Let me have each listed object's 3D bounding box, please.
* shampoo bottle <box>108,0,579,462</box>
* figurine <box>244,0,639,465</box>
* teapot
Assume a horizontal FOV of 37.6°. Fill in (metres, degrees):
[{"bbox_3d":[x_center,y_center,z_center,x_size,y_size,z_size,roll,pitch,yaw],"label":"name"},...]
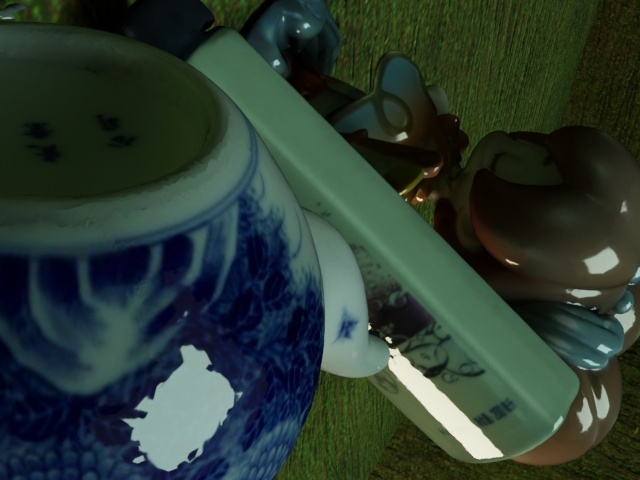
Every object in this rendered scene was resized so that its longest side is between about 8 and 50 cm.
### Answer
[{"bbox_3d":[0.000,0.000,0.607,0.078,0.359,0.134,-53,-168,-34],"label":"shampoo bottle"},{"bbox_3d":[0.102,-0.021,0.793,0.276,0.388,0.248,-45,157,-52],"label":"figurine"},{"bbox_3d":[-0.131,0.057,0.431,0.424,0.252,0.280,-10,131,-30],"label":"teapot"}]
